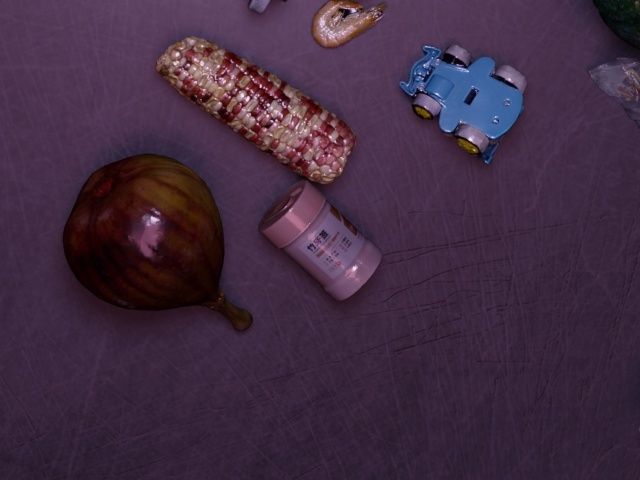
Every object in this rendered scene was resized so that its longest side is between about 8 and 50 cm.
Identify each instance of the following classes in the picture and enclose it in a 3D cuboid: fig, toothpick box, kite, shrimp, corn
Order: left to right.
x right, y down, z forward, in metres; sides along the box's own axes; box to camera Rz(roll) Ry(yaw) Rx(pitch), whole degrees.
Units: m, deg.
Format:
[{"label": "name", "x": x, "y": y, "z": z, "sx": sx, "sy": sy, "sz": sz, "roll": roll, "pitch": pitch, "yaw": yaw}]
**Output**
[{"label": "fig", "x": -0.185, "y": 0.025, "z": 1.780, "sx": 0.217, "sy": 0.217, "sz": 0.321, "roll": -44, "pitch": 126, "yaw": 9}, {"label": "corn", "x": -0.084, "y": -0.177, "z": 1.757, "sx": 0.290, "sy": 0.098, "sz": 0.098, "roll": 31, "pitch": 102, "yaw": -9}, {"label": "toothpick box", "x": 0.000, "y": 0.000, "z": 1.814, "sx": 0.098, "sy": 0.098, "sz": 0.149, "roll": -44, "pitch": 106, "yaw": 9}, {"label": "shrimp", "x": 0.036, "y": -0.301, "z": 1.765, "sx": 0.108, "sy": 0.023, "sz": 0.059, "roll": -32, "pitch": 98, "yaw": 5}, {"label": "kite", "x": 0.470, "y": -0.158, "z": 1.805, "sx": 0.015, "sy": 0.141, "sz": 0.245, "roll": -48, "pitch": 116, "yaw": -22}]

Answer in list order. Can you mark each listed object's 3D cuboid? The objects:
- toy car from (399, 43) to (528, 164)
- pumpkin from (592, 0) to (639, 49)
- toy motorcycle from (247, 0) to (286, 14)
[{"label": "toy car", "x": 0.192, "y": -0.184, "z": 1.789, "sx": 0.161, "sy": 0.098, "sz": 0.126, "roll": 28, "pitch": 75, "yaw": 16}, {"label": "pumpkin", "x": 0.478, "y": -0.318, "z": 1.675, "sx": 0.293, "sy": 0.263, "sz": 0.196, "roll": 13, "pitch": 118, "yaw": -21}, {"label": "toy motorcycle", "x": 0.019, "y": -0.398, "z": 1.687, "sx": 0.205, "sy": 0.127, "sz": 0.275, "roll": 23, "pitch": 97, "yaw": -12}]
